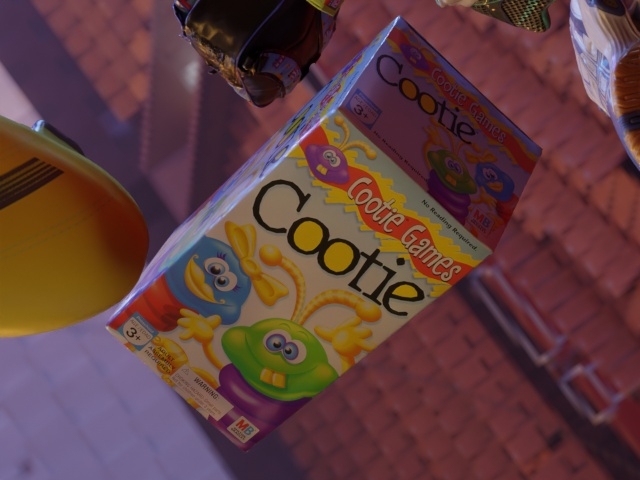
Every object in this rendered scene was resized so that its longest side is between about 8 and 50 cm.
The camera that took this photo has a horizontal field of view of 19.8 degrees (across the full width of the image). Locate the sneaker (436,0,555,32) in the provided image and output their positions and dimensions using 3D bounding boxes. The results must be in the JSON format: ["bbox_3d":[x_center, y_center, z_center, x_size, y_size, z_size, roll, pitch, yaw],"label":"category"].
[{"bbox_3d":[0.131,-0.171,0.971,0.076,0.166,0.065,25,-129,-17],"label":"sneaker"}]

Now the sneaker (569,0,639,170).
[{"bbox_3d":[0.328,-0.163,1.873,0.131,0.112,0.296,94,168,-57],"label":"sneaker"}]

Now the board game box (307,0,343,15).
[{"bbox_3d":[-0.040,-0.272,1.490,0.181,0.092,0.043,37,-173,12],"label":"board game box"}]

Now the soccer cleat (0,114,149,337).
[{"bbox_3d":[-0.196,-0.001,0.561,0.289,0.093,0.121,12,-142,-16],"label":"soccer cleat"}]

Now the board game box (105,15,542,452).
[{"bbox_3d":[0.000,0.000,1.289,0.144,0.275,0.142,42,-143,-8],"label":"board game box"}]

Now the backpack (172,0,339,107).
[{"bbox_3d":[-0.054,-0.216,1.757,0.117,0.158,0.173,34,172,15],"label":"backpack"}]
